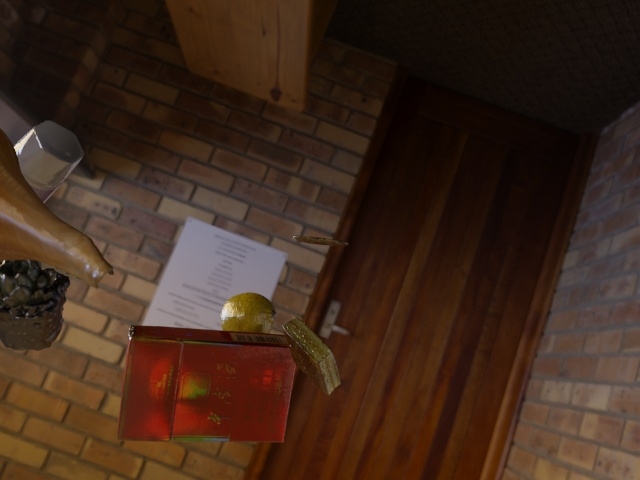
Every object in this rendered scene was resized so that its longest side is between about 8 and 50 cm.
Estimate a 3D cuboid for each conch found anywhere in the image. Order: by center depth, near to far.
[{"bbox_3d":[-0.298,-0.040,0.512,0.330,0.109,0.093,31,180,33],"label":"conch"}]

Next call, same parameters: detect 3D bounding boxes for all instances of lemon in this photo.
[{"bbox_3d":[-0.152,0.163,1.229,0.133,0.109,0.109,-6,157,25],"label":"lemon"}]

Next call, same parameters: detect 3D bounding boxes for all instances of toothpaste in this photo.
[{"bbox_3d":[-0.498,-0.039,0.886,0.371,0.080,0.125,-37,152,25],"label":"toothpaste"}]

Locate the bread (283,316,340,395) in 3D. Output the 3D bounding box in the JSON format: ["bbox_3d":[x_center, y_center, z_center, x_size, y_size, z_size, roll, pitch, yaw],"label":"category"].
[{"bbox_3d":[-0.013,0.172,0.871,0.090,0.035,0.094,37,152,38],"label":"bread"}]

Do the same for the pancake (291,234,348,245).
[{"bbox_3d":[0.000,0.001,1.126,0.115,0.011,0.115,6,177,0],"label":"pancake"}]

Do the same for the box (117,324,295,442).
[{"bbox_3d":[-0.213,0.275,1.115,0.313,0.197,0.089,7,-172,-18],"label":"box"}]

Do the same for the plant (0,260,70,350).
[{"bbox_3d":[-0.566,0.115,1.133,0.132,0.194,0.129,7,-145,-8],"label":"plant"}]
